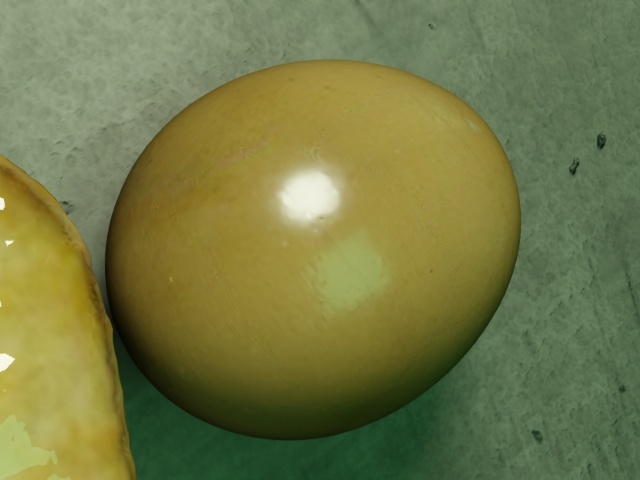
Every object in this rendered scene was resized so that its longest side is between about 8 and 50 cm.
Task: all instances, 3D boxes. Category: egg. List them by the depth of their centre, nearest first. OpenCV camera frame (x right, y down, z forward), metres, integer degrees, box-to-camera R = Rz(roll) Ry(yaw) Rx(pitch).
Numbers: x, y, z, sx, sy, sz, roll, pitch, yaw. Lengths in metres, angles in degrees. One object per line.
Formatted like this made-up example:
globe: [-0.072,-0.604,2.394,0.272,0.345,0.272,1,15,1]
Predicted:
egg: [0.000,0.000,1.180,0.374,0.301,0.301,-34,117,-40]

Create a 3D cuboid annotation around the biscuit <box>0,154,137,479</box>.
biscuit: [-0.346,0.111,0.969,0.429,0.104,0.446,-6,76,-23]
